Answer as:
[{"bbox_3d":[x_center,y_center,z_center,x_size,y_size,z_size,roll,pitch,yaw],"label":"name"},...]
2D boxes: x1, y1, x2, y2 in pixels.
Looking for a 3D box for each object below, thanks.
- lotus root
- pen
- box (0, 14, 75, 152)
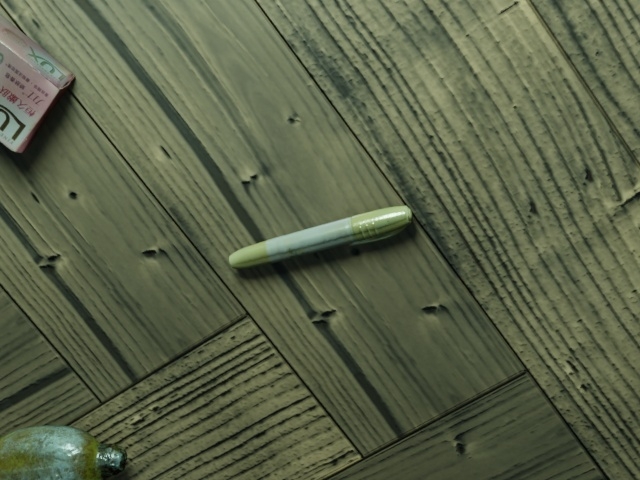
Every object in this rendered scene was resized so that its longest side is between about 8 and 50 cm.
[{"bbox_3d":[-0.349,0.299,1.628,0.192,0.088,0.113,-7,106,12],"label":"lotus root"},{"bbox_3d":[0.000,0.000,1.469,0.233,0.032,0.040,-15,134,17],"label":"pen"},{"bbox_3d":[-0.377,-0.191,1.426,0.156,0.060,0.111,38,116,-8],"label":"box"}]
